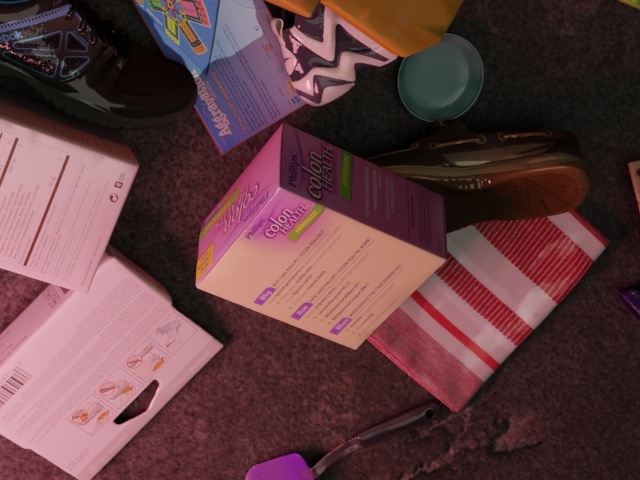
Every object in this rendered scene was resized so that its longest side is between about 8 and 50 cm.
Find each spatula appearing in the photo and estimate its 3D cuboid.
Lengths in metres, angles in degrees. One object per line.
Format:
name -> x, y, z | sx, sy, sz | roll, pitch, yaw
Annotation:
spatula -> 0.036, 0.296, 2.070 | 0.296, 0.030, 0.084 | -26, 111, -6

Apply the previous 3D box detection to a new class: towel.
towel -> 0.223, 0.058, 2.039 | 0.237, 0.037, 0.329 | 41, 94, -25

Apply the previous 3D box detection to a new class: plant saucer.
plant saucer -> 0.155, -0.215, 1.932 | 0.119, 0.021, 0.119 | -5, 111, -14

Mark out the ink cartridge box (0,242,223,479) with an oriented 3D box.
ink cartridge box -> -0.298, 0.160, 1.914 | 0.275, 0.060, 0.239 | -45, 133, 2

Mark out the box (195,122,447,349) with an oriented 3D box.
box -> 0.000, 0.000, 1.861 | 0.243, 0.117, 0.213 | 22, 133, -22

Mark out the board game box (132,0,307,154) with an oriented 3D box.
board game box -> -0.130, -0.260, 1.831 | 0.145, 0.027, 0.281 | -31, 114, -5

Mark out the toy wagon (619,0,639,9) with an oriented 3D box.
toy wagon -> 0.435, -0.438, 1.911 | 0.344, 0.068, 0.267 | 19, 103, -22

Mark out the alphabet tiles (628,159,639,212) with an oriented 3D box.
alphabet tiles -> 0.606, -0.060, 2.052 | 0.343, 0.011, 0.285 | -12, 84, -12

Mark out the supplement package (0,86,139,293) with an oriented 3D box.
supplement package -> -0.391, -0.082, 1.735 | 0.293, 0.177, 0.175 | 19, 103, -21

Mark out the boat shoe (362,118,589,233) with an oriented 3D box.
boat shoe -> 0.176, -0.094, 1.933 | 0.342, 0.123, 0.123 | -7, 139, 8

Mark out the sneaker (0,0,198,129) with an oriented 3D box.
sneaker -> -0.295, -0.232, 1.723 | 0.341, 0.125, 0.139 | 15, 123, -21

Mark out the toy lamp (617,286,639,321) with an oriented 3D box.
toy lamp -> 0.552, 0.015, 2.097 | 0.275, 0.080, 0.080 | -40, 114, 2

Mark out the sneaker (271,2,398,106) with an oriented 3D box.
sneaker -> 0.040, -0.291, 1.833 | 0.235, 0.094, 0.153 | -34, 112, -4

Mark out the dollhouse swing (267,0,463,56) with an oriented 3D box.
dollhouse swing -> 0.010, -0.432, 1.740 | 0.305, 0.315, 0.346 | 27, 91, -56
